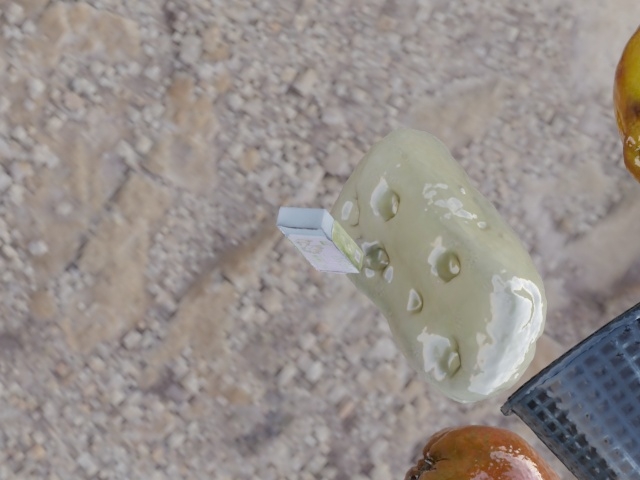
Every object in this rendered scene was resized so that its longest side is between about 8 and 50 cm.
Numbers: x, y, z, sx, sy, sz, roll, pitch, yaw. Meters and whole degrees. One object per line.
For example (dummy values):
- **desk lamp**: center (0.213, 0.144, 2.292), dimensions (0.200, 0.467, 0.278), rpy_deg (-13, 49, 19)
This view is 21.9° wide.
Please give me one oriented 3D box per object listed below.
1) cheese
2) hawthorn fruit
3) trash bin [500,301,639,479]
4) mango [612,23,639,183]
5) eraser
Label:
- **cheese**: center (0.108, 0.028, 1.565), dimensions (0.093, 0.263, 0.159), rpy_deg (-6, 138, -43)
- **hawthorn fruit**: center (0.173, 0.279, 1.732), dimensions (0.189, 0.189, 0.189), rpy_deg (-14, 119, -27)
- **trash bin**: center (0.255, 0.145, 1.303), dimensions (0.175, 0.161, 0.175), rpy_deg (-34, 167, -9)
- **mango**: center (0.382, -0.122, 1.238), dimensions (0.350, 0.199, 0.201), rpy_deg (-8, 130, -28)
- **eraser**: center (0.000, 0.000, 1.177), dimensions (0.083, 0.038, 0.019), rpy_deg (51, 49, -59)
